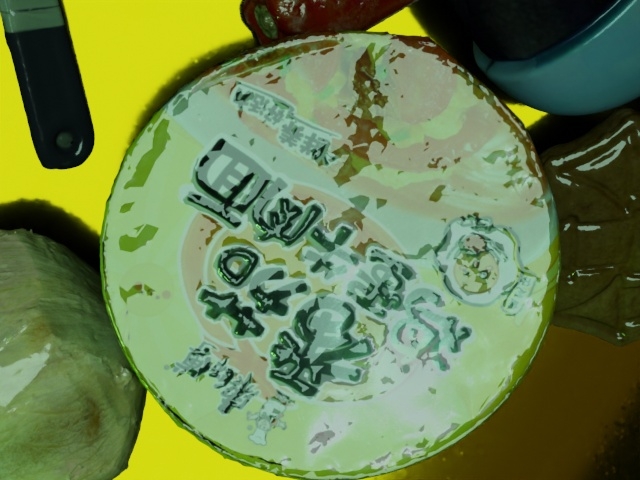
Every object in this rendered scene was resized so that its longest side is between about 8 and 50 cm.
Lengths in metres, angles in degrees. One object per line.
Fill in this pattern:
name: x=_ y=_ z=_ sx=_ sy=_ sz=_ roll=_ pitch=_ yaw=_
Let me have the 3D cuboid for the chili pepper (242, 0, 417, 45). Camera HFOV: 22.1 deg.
chili pepper: x=0.009 y=-0.168 z=1.059 sx=0.123 sy=0.070 sz=0.073 roll=-30 pitch=138 yaw=-6

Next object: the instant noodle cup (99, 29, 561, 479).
instant noodle cup: x=0.000 y=0.000 z=1.011 sx=0.264 sy=0.200 sz=0.264 roll=-1 pitch=97 yaw=-5

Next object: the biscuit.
biscuit: x=0.213 y=-0.006 z=1.079 sx=0.215 sy=0.034 sz=0.182 roll=-8 pitch=121 yaw=-7

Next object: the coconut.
coconut: x=-0.190 y=0.084 z=1.018 sx=0.194 sy=0.194 sz=0.194 roll=-1 pitch=97 yaw=-5

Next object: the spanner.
spanner: x=-0.188 y=-0.192 z=1.026 sx=0.087 sy=0.024 sz=0.315 roll=-21 pitch=114 yaw=-20

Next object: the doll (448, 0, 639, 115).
doll: x=0.138 y=-0.194 z=1.016 sx=0.177 sy=0.141 sz=0.314 roll=-46 pitch=119 yaw=0
